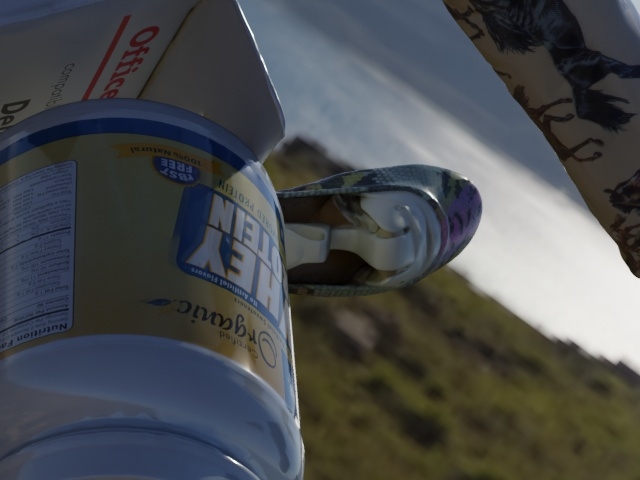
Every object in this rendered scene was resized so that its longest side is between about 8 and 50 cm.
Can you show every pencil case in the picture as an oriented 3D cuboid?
[{"bbox_3d":[0.270,-0.153,1.897,0.410,0.160,0.183,53,20,-15],"label":"pencil case"}]

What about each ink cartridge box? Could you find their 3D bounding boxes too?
[{"bbox_3d":[-0.164,-0.146,0.911,0.119,0.207,0.353,-17,72,-30],"label":"ink cartridge box"}]

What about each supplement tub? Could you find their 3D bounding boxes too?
[{"bbox_3d":[-0.081,0.055,0.783,0.144,0.144,0.200,30,34,-30],"label":"supplement tub"}]

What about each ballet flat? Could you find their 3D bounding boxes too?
[{"bbox_3d":[0.000,0.000,1.123,0.221,0.077,0.079,-4,10,-19],"label":"ballet flat"}]
